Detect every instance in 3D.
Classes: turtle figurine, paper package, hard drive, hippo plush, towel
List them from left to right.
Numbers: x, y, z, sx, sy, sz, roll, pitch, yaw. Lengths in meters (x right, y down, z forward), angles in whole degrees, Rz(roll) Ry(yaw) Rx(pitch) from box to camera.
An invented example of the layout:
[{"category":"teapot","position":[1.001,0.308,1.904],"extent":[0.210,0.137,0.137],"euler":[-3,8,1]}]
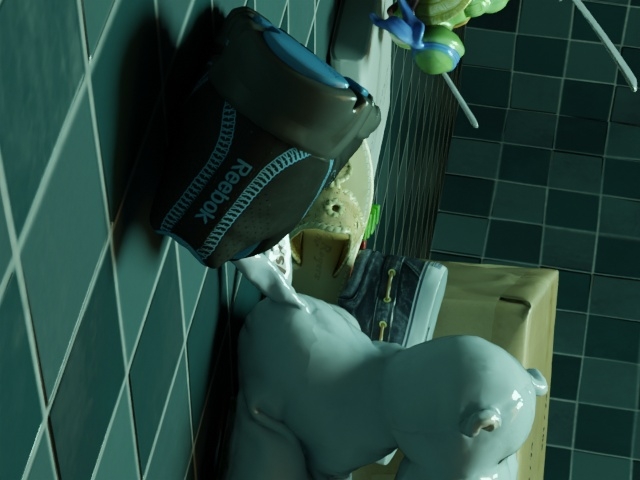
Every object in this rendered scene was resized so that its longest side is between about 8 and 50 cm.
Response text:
[{"category":"towel","position":[-0.071,0.211,1.514],"extent":[0.113,0.023,0.152],"euler":[60,38,-78]},{"category":"hard drive","position":[0.047,-0.178,1.973],"extent":[0.307,0.040,0.203],"euler":[87,12,-56]},{"category":"hippo plush","position":[0.061,0.126,1.432],"extent":[0.234,0.236,0.294],"euler":[-38,133,-69]},{"category":"paper package","position":[0.129,0.193,1.754],"extent":[0.309,0.168,0.325],"euler":[-22,116,-77]},{"category":"turtle figurine","position":[0.164,-0.271,1.865],"extent":[0.198,0.274,0.266],"euler":[150,-52,-61]}]

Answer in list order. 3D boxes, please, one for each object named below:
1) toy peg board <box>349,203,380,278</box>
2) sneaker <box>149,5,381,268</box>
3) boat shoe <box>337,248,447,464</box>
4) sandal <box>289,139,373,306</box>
[{"category":"toy peg board","position":[0.005,0.029,1.703],"extent":[0.161,0.079,0.161],"euler":[-43,140,-79]},{"category":"sneaker","position":[-0.046,-0.066,1.150],"extent":[0.140,0.125,0.341],"euler":[-55,178,5]},{"category":"boat shoe","position":[0.050,0.100,1.580],"extent":[0.065,0.083,0.183],"euler":[25,80,-76]},{"category":"sandal","position":[0.006,0.001,1.571],"extent":[0.079,0.088,0.240],"euler":[-162,-96,-72]}]
